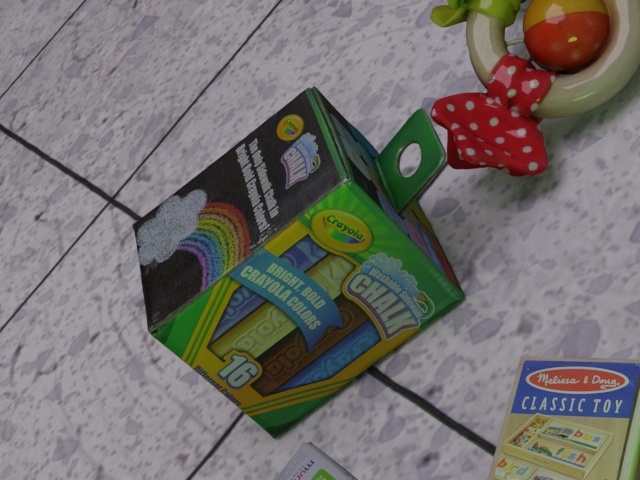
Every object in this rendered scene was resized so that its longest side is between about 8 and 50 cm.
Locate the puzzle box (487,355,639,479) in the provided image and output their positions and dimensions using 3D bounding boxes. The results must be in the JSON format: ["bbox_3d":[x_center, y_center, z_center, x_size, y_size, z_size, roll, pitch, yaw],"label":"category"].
[{"bbox_3d":[0.282,0.196,0.904,0.409,0.052,0.272,-1,52,30],"label":"puzzle box"}]

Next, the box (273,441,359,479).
[{"bbox_3d":[-0.004,0.314,1.107,0.262,0.127,0.231,-51,34,-8],"label":"box"}]

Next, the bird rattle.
[{"bbox_3d":[0.192,-0.181,1.392,0.207,0.143,0.254,-14,62,13],"label":"bird rattle"}]

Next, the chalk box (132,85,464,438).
[{"bbox_3d":[0.000,0.000,1.394,0.289,0.179,0.180,-36,34,13],"label":"chalk box"}]

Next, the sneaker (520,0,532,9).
[{"bbox_3d":[0.257,-0.266,1.482,0.237,0.085,0.086,-16,51,42],"label":"sneaker"}]
